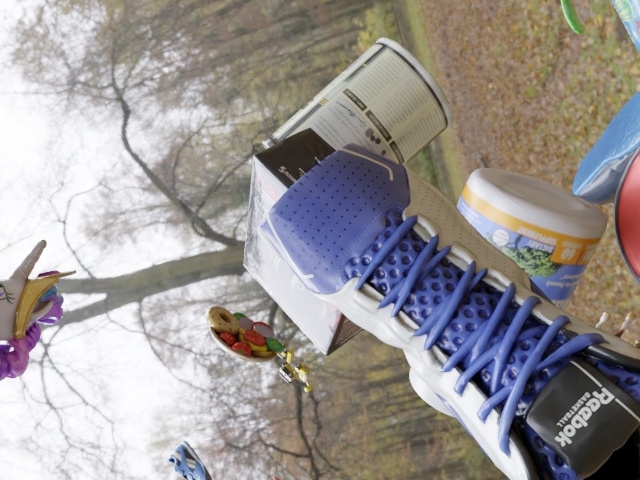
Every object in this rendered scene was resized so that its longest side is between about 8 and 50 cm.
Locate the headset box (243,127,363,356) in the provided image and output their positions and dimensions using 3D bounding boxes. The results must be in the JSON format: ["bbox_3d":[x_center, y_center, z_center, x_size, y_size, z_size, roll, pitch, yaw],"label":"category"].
[{"bbox_3d":[0.000,0.000,0.857,0.218,0.110,0.293,45,148,21],"label":"headset box"}]

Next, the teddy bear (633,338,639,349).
[{"bbox_3d":[0.446,0.245,0.683,0.113,0.337,0.245,151,128,-68],"label":"teddy bear"}]

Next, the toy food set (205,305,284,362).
[{"bbox_3d":[-0.081,0.101,0.634,0.082,0.020,0.083,16,-162,-40],"label":"toy food set"}]

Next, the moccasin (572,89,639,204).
[{"bbox_3d":[0.557,-0.162,1.019,0.342,0.116,0.138,85,-156,-75],"label":"moccasin"}]

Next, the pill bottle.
[{"bbox_3d":[0.199,0.067,0.683,0.152,0.152,0.272,-82,7,-67],"label":"pill bottle"}]

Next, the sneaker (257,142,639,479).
[{"bbox_3d":[0.111,0.057,0.385,0.315,0.127,0.182,43,177,-6],"label":"sneaker"}]

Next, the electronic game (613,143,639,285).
[{"bbox_3d":[0.392,-0.024,0.559,0.048,0.229,0.229,-6,-104,-35],"label":"electronic game"}]

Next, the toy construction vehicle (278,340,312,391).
[{"bbox_3d":[-0.052,0.256,1.204,0.098,0.035,0.086,36,139,29],"label":"toy construction vehicle"}]

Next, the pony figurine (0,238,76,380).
[{"bbox_3d":[-0.466,0.171,0.647,0.302,0.363,0.351,-3,86,62],"label":"pony figurine"}]

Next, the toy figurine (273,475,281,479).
[{"bbox_3d":[0.090,0.356,0.537,0.362,0.217,0.191,-107,-5,-72],"label":"toy figurine"}]

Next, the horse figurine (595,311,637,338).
[{"bbox_3d":[0.417,0.205,0.973,0.066,0.174,0.263,40,161,19],"label":"horse figurine"}]

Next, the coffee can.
[{"bbox_3d":[0.065,-0.188,1.043,0.201,0.275,0.201,49,180,0],"label":"coffee can"}]

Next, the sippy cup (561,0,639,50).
[{"bbox_3d":[0.574,-0.443,0.962,0.224,0.240,0.305,69,166,-6],"label":"sippy cup"}]

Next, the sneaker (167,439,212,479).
[{"bbox_3d":[-0.287,0.512,1.313,0.144,0.059,0.053,34,148,41],"label":"sneaker"}]
